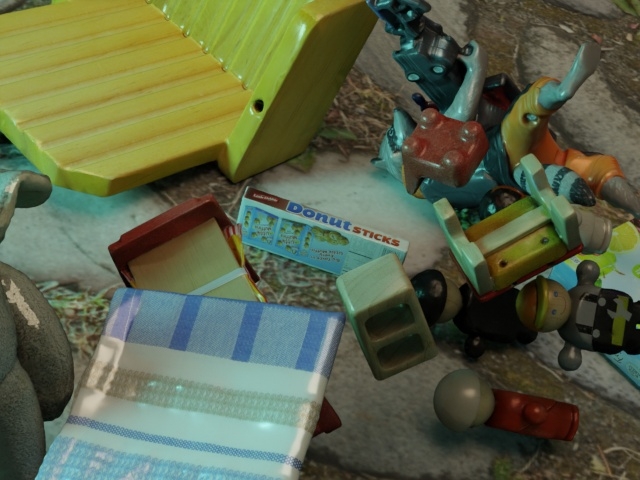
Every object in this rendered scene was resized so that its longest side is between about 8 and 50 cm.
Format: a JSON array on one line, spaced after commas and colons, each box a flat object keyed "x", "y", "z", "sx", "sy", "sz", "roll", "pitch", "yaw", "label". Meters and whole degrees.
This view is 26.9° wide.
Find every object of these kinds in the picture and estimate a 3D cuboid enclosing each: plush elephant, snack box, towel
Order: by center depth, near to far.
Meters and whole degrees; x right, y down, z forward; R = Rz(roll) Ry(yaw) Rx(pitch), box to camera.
[{"x": -0.113, "y": 0.161, "z": 1.016, "sx": 0.209, "sy": 0.034, "sz": 0.285, "roll": 6, "pitch": 56, "yaw": 21, "label": "towel"}, {"x": -0.339, "y": 0.051, "z": 1.103, "sx": 0.272, "sy": 0.330, "sz": 0.255, "roll": 1, "pitch": 24, "yaw": -12, "label": "plush elephant"}, {"x": 0.000, "y": 0.000, "z": 1.392, "sx": 0.178, "sy": 0.064, "sz": 0.022, "roll": 19, "pitch": 44, "yaw": 2, "label": "snack box"}, {"x": 0.373, "y": 0.059, "z": 1.443, "sx": 0.207, "sy": 0.070, "sz": 0.174, "roll": -23, "pitch": 55, "yaw": -34, "label": "snack box"}]

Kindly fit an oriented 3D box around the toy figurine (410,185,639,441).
[{"x": 0.189, "y": 0.067, "z": 1.272, "sx": 0.148, "sy": 0.209, "sz": 0.213, "roll": 14, "pitch": 41, "yaw": -21, "label": "toy figurine"}]

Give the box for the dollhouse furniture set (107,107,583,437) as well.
[{"x": 0.024, "y": 0.030, "z": 1.190, "sx": 0.374, "sy": 0.152, "sz": 0.201, "roll": -27, "pitch": 53, "yaw": -2, "label": "dollhouse furniture set"}]

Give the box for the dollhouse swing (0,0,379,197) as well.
[{"x": -0.185, "y": -0.257, "z": 1.457, "sx": 0.347, "sy": 0.315, "sz": 0.305, "roll": 44, "pitch": 29, "yaw": 26, "label": "dollhouse swing"}]

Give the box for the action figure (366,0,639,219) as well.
[{"x": 0.169, "y": -0.118, "z": 1.415, "sx": 0.341, "sy": 0.330, "sz": 0.178, "roll": 38, "pitch": 65, "yaw": -31, "label": "action figure"}]
